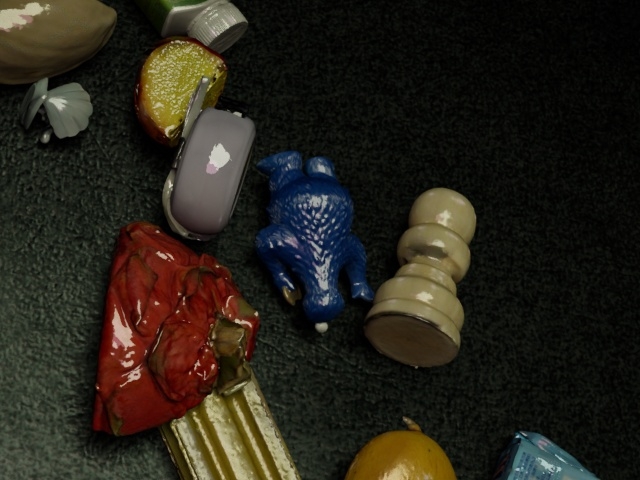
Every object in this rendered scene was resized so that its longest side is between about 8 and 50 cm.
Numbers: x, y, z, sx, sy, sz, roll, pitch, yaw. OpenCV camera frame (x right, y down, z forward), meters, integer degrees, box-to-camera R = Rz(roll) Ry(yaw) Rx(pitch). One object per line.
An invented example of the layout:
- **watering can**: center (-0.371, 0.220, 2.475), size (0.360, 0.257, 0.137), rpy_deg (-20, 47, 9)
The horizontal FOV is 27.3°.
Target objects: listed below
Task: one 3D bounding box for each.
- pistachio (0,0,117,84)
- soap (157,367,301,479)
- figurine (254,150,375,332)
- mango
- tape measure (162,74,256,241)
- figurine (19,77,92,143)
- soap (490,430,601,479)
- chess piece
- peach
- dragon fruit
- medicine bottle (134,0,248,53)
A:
- **pistachio**: center (-0.403, -0.302, 1.849), size (0.238, 0.153, 0.138), rpy_deg (-18, 35, -26)
- **soap**: center (-0.113, 0.294, 1.728), size (0.135, 0.076, 0.233), rpy_deg (-19, 75, -24)
- **figurine**: center (-0.008, -0.005, 1.861), size (0.164, 0.121, 0.262), rpy_deg (-14, 76, -27)
- **mango**: center (0.106, 0.388, 1.739), size (0.176, 0.119, 0.317), rpy_deg (7, 71, -24)
- **tape measure**: center (-0.155, -0.105, 1.821), size (0.105, 0.178, 0.196), rpy_deg (19, 63, -2)
- **figurine**: center (-0.370, -0.179, 1.847), size (0.086, 0.082, 0.094), rpy_deg (25, 72, -26)
- **soap**: center (0.288, 0.408, 1.814), size (0.156, 0.077, 0.293), rpy_deg (31, 61, -3)
- **chess piece**: center (0.158, 0.039, 1.895), size (0.143, 0.143, 0.261), rpy_deg (24, 59, -8)
- **peach**: center (-0.205, -0.207, 1.896), size (0.127, 0.092, 0.172), rpy_deg (10, 71, -6)
- **dragon fruit**: center (-0.177, 0.087, 1.701), size (0.205, 0.152, 0.317), rpy_deg (6, 52, -8)
- **medicine bottle**: center (-0.198, -0.369, 1.967), size (0.132, 0.088, 0.188), rpy_deg (-35, 82, -27)
